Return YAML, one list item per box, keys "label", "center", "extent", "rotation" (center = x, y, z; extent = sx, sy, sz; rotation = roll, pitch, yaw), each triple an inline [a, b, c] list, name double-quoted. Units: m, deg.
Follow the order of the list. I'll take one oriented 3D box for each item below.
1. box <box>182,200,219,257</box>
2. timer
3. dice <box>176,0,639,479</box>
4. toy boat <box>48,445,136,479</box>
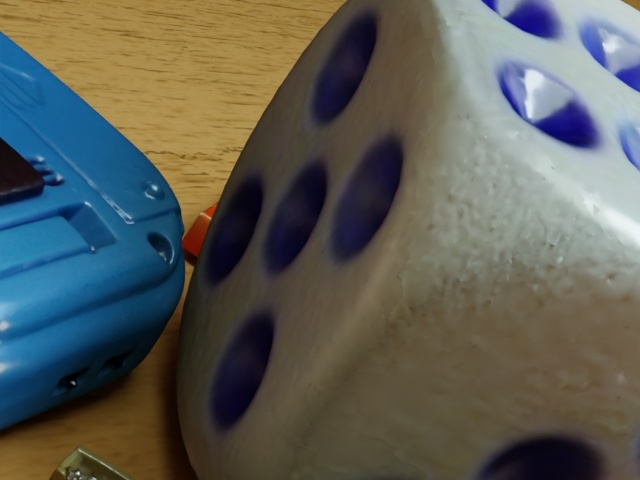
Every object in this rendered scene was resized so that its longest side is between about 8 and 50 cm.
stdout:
- label: "box"
  center: [0.000, 0.000, 1.354]
  extent: [0.139, 0.035, 0.245]
  rotation: [36, 24, 5]
- label: "timer"
  center: [-0.249, -0.038, 1.031]
  extent: [0.340, 0.115, 0.309]
  rotation: [40, 28, 17]
- label: "dice"
  center: [0.098, 0.037, 1.042]
  extent: [0.277, 0.304, 0.304]
  rotation: [24, 31, -18]
- label: "toy boat"
  center: [-0.049, 0.176, 0.911]
  extent: [0.206, 0.072, 0.064]
  rotation: [34, 25, 6]
